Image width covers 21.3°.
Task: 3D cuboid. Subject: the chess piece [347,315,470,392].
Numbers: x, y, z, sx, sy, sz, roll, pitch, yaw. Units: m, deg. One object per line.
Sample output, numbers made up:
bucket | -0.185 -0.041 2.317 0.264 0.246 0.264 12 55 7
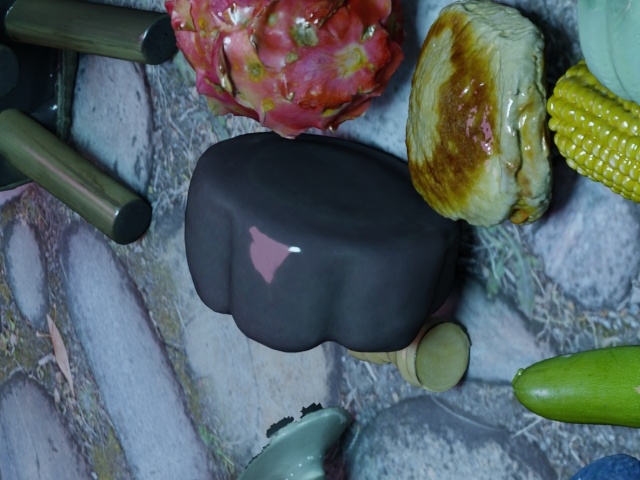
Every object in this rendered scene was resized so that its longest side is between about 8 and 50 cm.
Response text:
chess piece | 0.074 0.094 1.553 0.122 0.066 0.066 16 110 54

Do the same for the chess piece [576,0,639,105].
chess piece | 0.335 -0.146 1.092 0.299 0.195 0.194 23 116 37

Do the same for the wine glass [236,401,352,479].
wine glass | 0.048 0.310 1.575 0.321 0.143 0.143 54 135 26

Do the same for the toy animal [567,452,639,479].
toy animal | 0.260 0.238 1.280 0.176 0.239 0.255 111 -177 -69

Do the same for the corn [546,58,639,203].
corn | 0.278 -0.056 1.235 0.310 0.101 0.101 33 123 43

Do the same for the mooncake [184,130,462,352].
mooncake | 0.000 0.000 1.490 0.245 0.245 0.133 32 124 43

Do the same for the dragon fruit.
dragon fruit | -0.040 -0.211 1.516 0.268 0.205 0.210 57 173 30

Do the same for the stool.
stool | -0.327 -0.140 1.815 0.226 0.310 0.310 32 123 32

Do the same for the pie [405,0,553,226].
pie | 0.130 -0.103 1.400 0.205 0.084 0.178 -136 42 -56

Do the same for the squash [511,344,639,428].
squash | 0.225 0.117 1.371 0.201 0.066 0.066 -6 93 57
